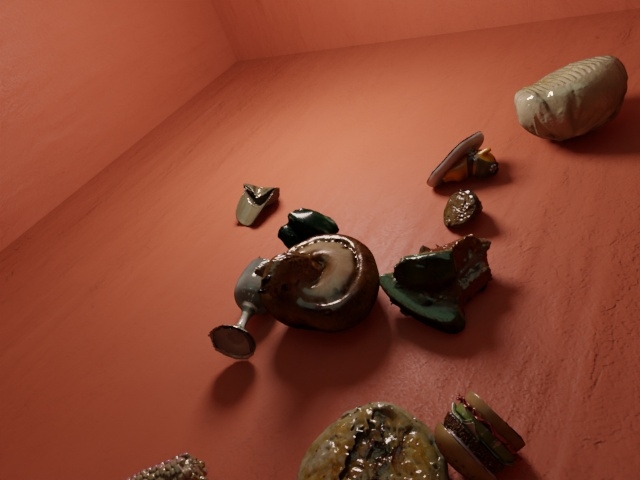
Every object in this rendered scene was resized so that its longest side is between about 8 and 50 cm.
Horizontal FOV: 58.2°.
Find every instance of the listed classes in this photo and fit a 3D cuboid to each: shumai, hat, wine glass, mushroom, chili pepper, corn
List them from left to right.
[{"bbox_3d":[-0.420,0.593,1.299,0.335,0.127,0.127,-22,34,-6],"label":"corn"},{"bbox_3d":[-0.210,0.190,1.694,0.143,0.143,0.321,-7,38,22],"label":"wine glass"},{"bbox_3d":[-0.235,-0.134,2.228,0.166,0.144,0.173,13,91,38],"label":"hat"},{"bbox_3d":[-0.003,0.107,1.581,0.345,0.260,0.345,-11,45,11],"label":"mushroom"},{"bbox_3d":[0.000,0.000,1.814,0.165,0.261,0.174,-59,4,-6],"label":"chili pepper"},{"bbox_3d":[0.444,-0.090,1.752,0.105,0.139,0.123,12,71,-3],"label":"shumai"}]

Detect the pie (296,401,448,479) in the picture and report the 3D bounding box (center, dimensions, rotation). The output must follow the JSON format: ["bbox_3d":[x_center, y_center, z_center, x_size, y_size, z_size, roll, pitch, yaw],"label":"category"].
[{"bbox_3d":[0.102,0.481,1.178,0.339,0.077,0.339,-15,34,11],"label":"pie"}]

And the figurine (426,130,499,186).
[{"bbox_3d":[0.492,-0.232,1.920,0.250,0.166,0.141,-45,72,10],"label":"figurine"}]

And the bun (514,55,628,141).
[{"bbox_3d":[0.832,-0.456,1.903,0.365,0.219,0.365,-23,18,8],"label":"bun"}]

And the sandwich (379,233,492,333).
[{"bbox_3d":[0.330,0.080,1.498,0.301,0.162,0.250,-38,50,-18],"label":"sandwich"}]

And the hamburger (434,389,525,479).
[{"bbox_3d":[0.301,0.389,1.120,0.137,0.175,0.175,-43,37,-4],"label":"hamburger"}]
